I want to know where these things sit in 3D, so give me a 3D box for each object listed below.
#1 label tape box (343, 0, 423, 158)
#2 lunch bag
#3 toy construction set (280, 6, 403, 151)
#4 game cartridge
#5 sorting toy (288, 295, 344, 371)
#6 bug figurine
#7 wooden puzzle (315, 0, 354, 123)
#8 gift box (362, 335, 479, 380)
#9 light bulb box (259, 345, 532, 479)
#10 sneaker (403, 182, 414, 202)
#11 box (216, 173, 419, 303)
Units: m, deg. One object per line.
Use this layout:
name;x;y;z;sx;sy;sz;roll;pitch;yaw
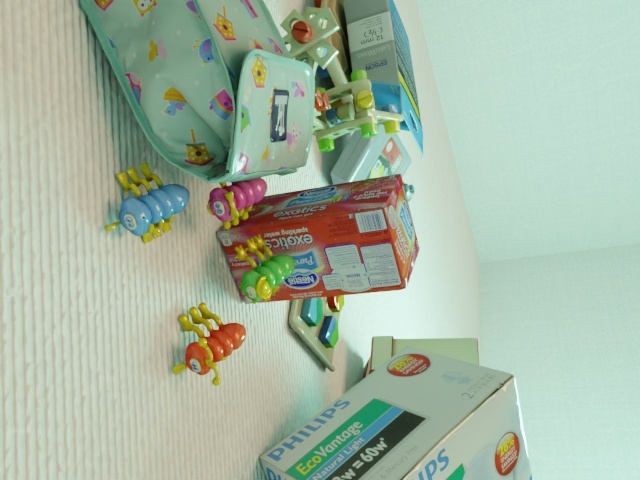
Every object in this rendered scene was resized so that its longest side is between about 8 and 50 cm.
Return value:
label tape box;0.154;-0.386;1.441;0.249;0.115;0.347;36;47;-64
lunch bag;-0.116;-0.192;0.727;0.262;0.160;0.223;61;22;1
toy construction set;-0.001;-0.247;1.039;0.328;0.215;0.151;35;49;-63
game cartridge;0.122;-0.159;1.425;0.196;0.060;0.294;-57;155;0
sorting toy;0.003;0.118;1.156;0.193;0.038;0.208;57;31;-48
bug figurine;-0.126;0.023;0.740;0.216;0.072;0.279;-38;119;-38
wooden puzzle;0.046;-0.426;1.448;0.322;0.080;0.347;59;25;-47
gift box;0.213;0.373;1.303;0.276;0.258;0.255;75;18;-45
light bulb box;0.145;0.421;0.952;0.358;0.225;0.361;-28;111;-36
sneaker;0.187;-0.101;1.611;0.110;0.122;0.283;-4;86;-69
box;0.000;0.000;0.881;0.122;0.257;0.128;-56;133;-57
